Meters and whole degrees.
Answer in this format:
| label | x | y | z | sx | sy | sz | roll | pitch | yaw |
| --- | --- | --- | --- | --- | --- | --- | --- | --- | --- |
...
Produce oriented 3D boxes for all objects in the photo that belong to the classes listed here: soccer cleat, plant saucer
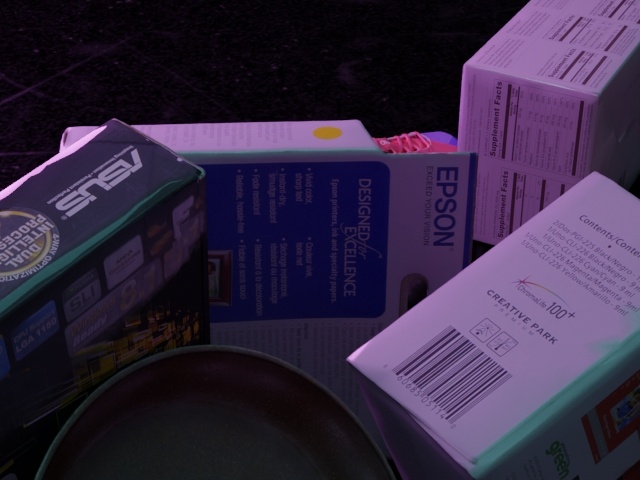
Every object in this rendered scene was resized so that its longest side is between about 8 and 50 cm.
| label | x | y | z | sx | sy | sz | roll | pitch | yaw |
| --- | --- | --- | --- | --- | --- | --- | --- | --- | --- |
| soccer cleat | 0.067 | -0.080 | 1.489 | 0.248 | 0.095 | 0.083 | -26 | 40 | -34 |
| plant saucer | -0.064 | 0.223 | 0.886 | 0.050 | 0.310 | 0.310 | -23 | 8 | 48 |

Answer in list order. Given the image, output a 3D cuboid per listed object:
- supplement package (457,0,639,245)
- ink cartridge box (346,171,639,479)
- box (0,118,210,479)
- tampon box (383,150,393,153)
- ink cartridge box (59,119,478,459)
| label | x | y | z | sx | sy | sz | roll | pitch | yaw |
| --- | --- | --- | --- | --- | --- | --- | --- | --- | --- |
| supplement package | 0.260 | -0.132 | 1.468 | 0.145 | 0.204 | 0.262 | 16 | 36 | 23 |
| ink cartridge box | 0.198 | 0.125 | 0.894 | 0.272 | 0.309 | 0.130 | -36 | 43 | -14 |
| box | -0.230 | 0.149 | 0.866 | 0.097 | 0.318 | 0.395 | 30 | 50 | 27 |
| tampon box | 0.000 | 0.000 | 1.300 | 0.101 | 0.161 | 0.120 | 16 | 37 | 24 |
| ink cartridge box | -0.039 | 0.048 | 1.093 | 0.307 | 0.303 | 0.072 | -1 | 33 | -3 |
